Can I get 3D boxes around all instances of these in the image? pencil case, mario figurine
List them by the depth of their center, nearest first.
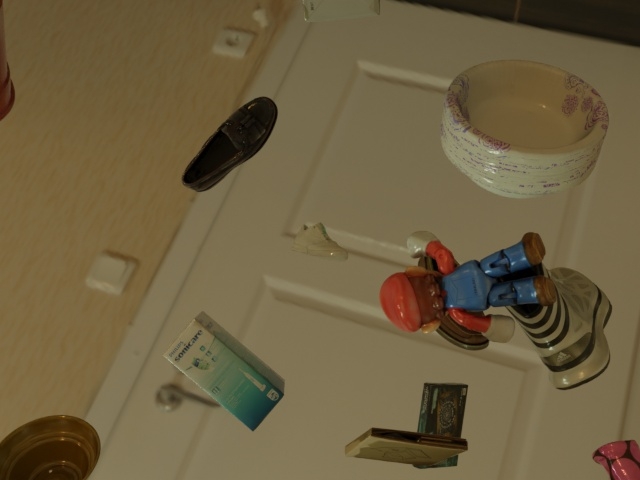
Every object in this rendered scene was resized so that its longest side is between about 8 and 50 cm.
[{"bbox_3d":[0.567,0.463,1.528,0.095,0.209,0.098,-3,147,-27],"label":"pencil case"},{"bbox_3d":[0.263,0.081,1.577,0.320,0.198,0.170,-14,140,23],"label":"mario figurine"}]

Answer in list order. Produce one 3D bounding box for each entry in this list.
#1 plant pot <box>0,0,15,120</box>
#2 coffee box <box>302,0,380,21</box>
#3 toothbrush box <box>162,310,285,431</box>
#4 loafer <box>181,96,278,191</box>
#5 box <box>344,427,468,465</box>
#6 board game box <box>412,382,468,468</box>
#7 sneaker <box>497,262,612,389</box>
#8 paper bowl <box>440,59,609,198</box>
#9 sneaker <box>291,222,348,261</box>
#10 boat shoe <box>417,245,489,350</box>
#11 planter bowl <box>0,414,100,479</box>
[{"bbox_3d":[-0.765,-0.408,1.762,0.272,0.272,0.265,24,137,-3],"label":"plant pot"},{"bbox_3d":[0.034,-0.456,1.374,0.118,0.297,0.168,-4,111,5],"label":"coffee box"},{"bbox_3d":[-0.239,0.325,2.178,0.295,0.126,0.216,42,179,-3],"label":"toothbrush box"},{"bbox_3d":[-0.224,-0.231,2.095,0.109,0.302,0.095,46,-169,4],"label":"loafer"},{"bbox_3d":[0.140,0.354,1.460,0.164,0.021,0.201,9,157,-8],"label":"box"},{"bbox_3d":[0.266,0.409,1.895,0.126,0.186,0.026,9,179,-39],"label":"board game box"},{"bbox_3d":[0.477,0.094,1.785,0.169,0.447,0.258,-30,102,19],"label":"sneaker"},{"bbox_3d":[0.356,-0.187,1.528,0.284,0.284,0.148,15,137,14],"label":"paper bowl"},{"bbox_3d":[0.000,0.000,2.283,0.080,0.094,0.212,19,176,-40],"label":"sneaker"},{"bbox_3d":[0.289,0.118,1.906,0.110,0.307,0.105,-6,124,-18],"label":"boat shoe"},{"bbox_3d":[-0.528,0.452,1.666,0.217,0.217,0.090,12,130,19],"label":"planter bowl"}]
